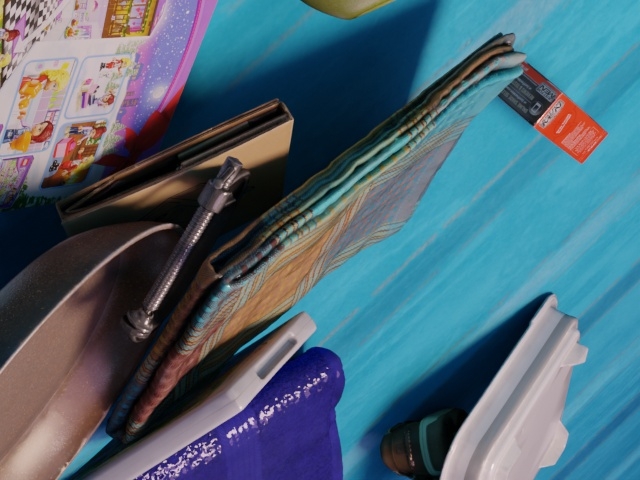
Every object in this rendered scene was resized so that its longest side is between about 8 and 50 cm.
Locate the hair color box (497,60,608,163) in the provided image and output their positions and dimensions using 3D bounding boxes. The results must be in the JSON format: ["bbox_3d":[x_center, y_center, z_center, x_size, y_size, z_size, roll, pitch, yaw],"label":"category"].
[{"bbox_3d":[0.217,-0.125,1.282,0.043,0.072,0.141,-50,151,11],"label":"hair color box"}]

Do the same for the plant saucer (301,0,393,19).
[{"bbox_3d":[0.095,-0.203,0.908,0.241,0.037,0.241,-24,-173,3],"label":"plant saucer"}]

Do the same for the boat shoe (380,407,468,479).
[{"bbox_3d":[0.134,0.258,1.685,0.095,0.095,0.257,-13,163,15],"label":"boat shoe"}]

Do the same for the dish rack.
[{"bbox_3d":[0.241,0.258,1.675,0.333,0.072,0.285,-47,151,-41],"label":"dish rack"}]

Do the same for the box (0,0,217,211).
[{"bbox_3d":[-0.151,-0.146,0.794,0.201,0.057,0.293,-12,138,-46],"label":"box"}]

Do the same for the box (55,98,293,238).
[{"bbox_3d":[-0.100,-0.026,0.960,0.164,0.021,0.201,-26,169,-10],"label":"box"}]

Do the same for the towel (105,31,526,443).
[{"bbox_3d":[0.000,0.000,1.059,0.370,0.040,0.271,-39,170,-38],"label":"towel"}]

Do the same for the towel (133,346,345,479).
[{"bbox_3d":[-0.113,0.241,1.347,0.308,0.076,0.227,-28,140,-26],"label":"towel"}]

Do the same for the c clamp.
[{"bbox_3d":[-0.090,0.007,0.885,0.160,0.022,0.137,-59,178,20],"label":"c clamp"}]

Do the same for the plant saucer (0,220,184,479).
[{"bbox_3d":[-0.198,0.106,0.881,0.310,0.050,0.310,-55,173,-10],"label":"plant saucer"}]

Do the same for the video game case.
[{"bbox_3d":[-0.116,0.145,1.110,0.212,0.023,0.193,-34,-177,22],"label":"video game case"}]
